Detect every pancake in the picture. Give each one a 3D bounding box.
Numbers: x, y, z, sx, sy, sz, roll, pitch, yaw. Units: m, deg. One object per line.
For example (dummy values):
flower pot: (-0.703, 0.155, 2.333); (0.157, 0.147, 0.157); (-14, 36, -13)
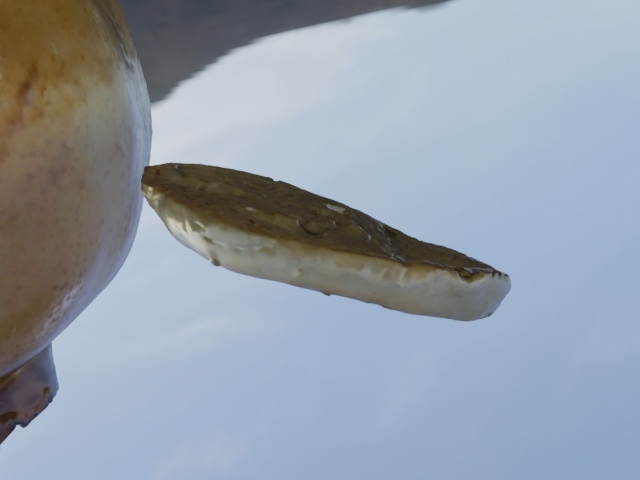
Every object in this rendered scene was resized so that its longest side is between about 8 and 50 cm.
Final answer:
pancake: (0.001, -0.001, 0.591); (0.152, 0.025, 0.151); (15, -171, -2)

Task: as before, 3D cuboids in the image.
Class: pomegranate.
pomegranate: (-0.286, -0.040, 0.933); (0.417, 0.416, 0.416); (-12, -165, 3)
